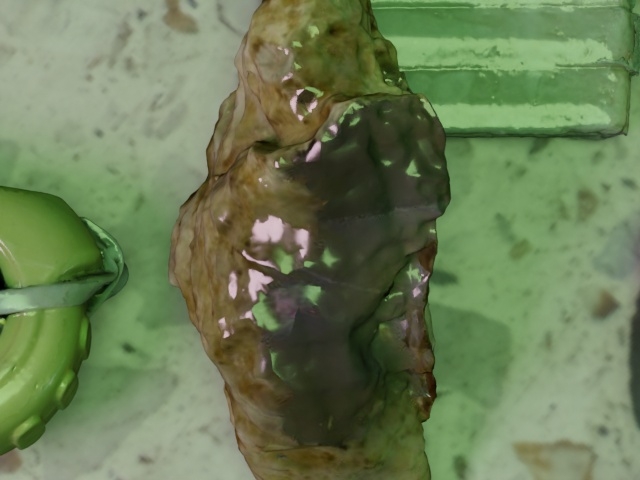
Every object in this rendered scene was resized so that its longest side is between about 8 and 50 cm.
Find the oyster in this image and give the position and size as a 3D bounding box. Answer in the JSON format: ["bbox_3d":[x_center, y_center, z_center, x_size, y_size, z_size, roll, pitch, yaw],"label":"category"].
[{"bbox_3d":[0.003,0.001,0.954,0.166,0.110,0.341,9,104,-5],"label":"oyster"}]

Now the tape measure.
[{"bbox_3d":[-0.212,0.040,0.965,0.200,0.106,0.175,11,72,-4],"label":"tape measure"}]

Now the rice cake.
[{"bbox_3d":[0.080,-0.113,1.021,0.211,0.038,0.124,4,86,-2],"label":"rice cake"}]
